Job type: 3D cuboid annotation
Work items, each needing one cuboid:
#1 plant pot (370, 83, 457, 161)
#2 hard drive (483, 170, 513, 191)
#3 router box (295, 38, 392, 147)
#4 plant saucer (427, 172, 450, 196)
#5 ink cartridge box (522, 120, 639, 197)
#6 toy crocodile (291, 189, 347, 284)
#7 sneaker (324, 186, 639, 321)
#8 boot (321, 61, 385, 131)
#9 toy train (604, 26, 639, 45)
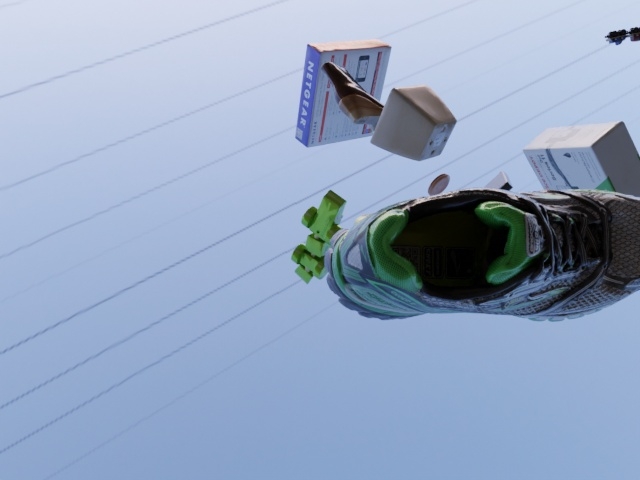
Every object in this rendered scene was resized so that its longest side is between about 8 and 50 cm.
[{"bbox_3d":[0.171,-0.199,0.947,0.109,0.109,0.096,-21,-126,-43],"label":"plant pot"},{"bbox_3d":[0.403,-0.104,1.310,0.022,0.135,0.094,39,-154,-9],"label":"hard drive"},{"bbox_3d":[0.076,-0.506,1.849,0.301,0.336,0.082,-16,-137,-33],"label":"router box"},{"bbox_3d":[0.365,-0.168,1.653,0.083,0.084,0.013,-26,-126,-22],"label":"plant saucer"},{"bbox_3d":[0.530,-0.149,1.087,0.086,0.208,0.153,-37,-75,-7],"label":"ink cartridge box"},{"bbox_3d":[0.000,0.000,1.602,0.115,0.341,0.105,32,-144,20],"label":"toy crocodile"},{"bbox_3d":[0.184,0.016,0.489,0.343,0.146,0.134,-7,-96,-11],"label":"sneaker"},{"bbox_3d":[0.124,-0.431,1.602,0.248,0.090,0.207,-6,-116,-52],"label":"boot"},{"bbox_3d":[0.785,-0.511,1.336,0.158,0.027,0.036,-9,-75,3],"label":"toy train"}]
